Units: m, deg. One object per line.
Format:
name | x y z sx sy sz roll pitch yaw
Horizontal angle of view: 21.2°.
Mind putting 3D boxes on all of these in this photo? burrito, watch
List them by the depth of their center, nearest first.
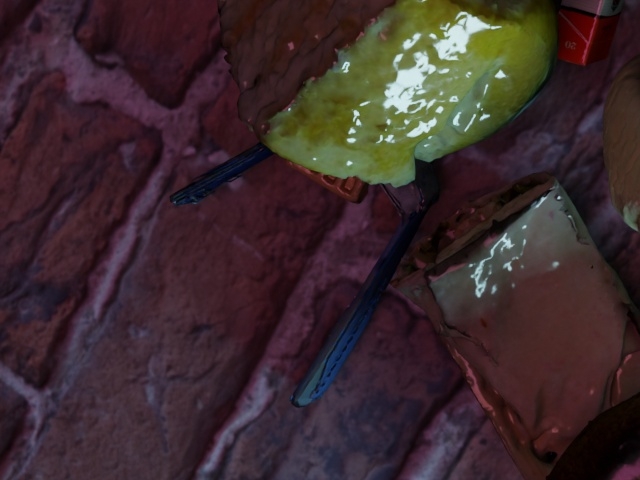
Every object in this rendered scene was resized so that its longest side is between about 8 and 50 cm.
burrito | 0.222 0.109 1.703 0.190 0.135 0.332 -34 105 -4
watch | 0.011 0.007 1.787 0.274 0.068 0.276 -31 92 27

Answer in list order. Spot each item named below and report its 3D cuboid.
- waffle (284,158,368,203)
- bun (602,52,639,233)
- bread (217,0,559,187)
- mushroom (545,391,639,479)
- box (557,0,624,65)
waffle | 0.034 -0.121 1.796 0.097 0.023 0.152 34 112 11
bun | 0.352 -0.072 1.578 0.244 0.244 0.153 38 130 11
bread | 0.059 -0.242 1.631 0.239 0.264 0.395 -51 37 28
mushroom | 0.362 0.268 1.611 0.239 0.345 0.345 10 109 64
box | 0.267 -0.248 1.638 0.048 0.100 0.152 22 107 19
